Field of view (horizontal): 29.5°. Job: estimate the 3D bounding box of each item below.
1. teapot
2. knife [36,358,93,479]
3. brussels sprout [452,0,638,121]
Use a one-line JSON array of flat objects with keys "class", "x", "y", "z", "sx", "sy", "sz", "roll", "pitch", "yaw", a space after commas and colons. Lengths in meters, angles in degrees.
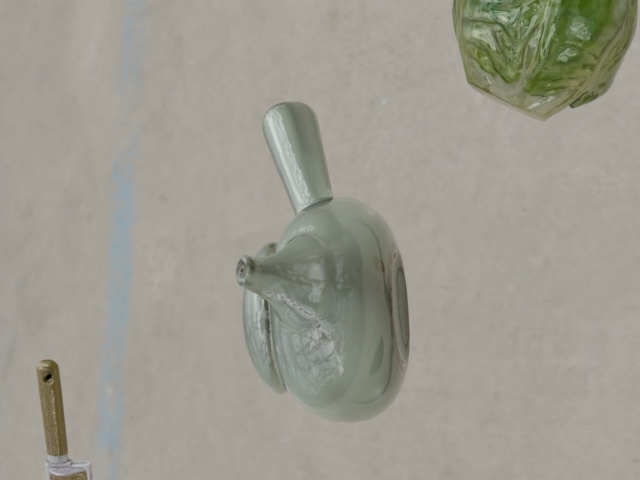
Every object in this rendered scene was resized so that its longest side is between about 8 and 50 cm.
[{"class": "teapot", "x": 0.006, "y": 0.026, "z": 1.163, "sx": 0.318, "sy": 0.149, "sz": 0.220, "roll": -81, "pitch": -16, "yaw": -55}, {"class": "knife", "x": -0.253, "y": 0.233, "z": 1.219, "sx": 0.022, "sy": 0.046, "sz": 0.256, "roll": -106, "pitch": 13, "yaw": -65}, {"class": "brussels sprout", "x": 0.166, "y": -0.172, "z": 0.929, "sx": 0.155, "sy": 0.117, "sz": 0.155, "roll": -3, "pitch": 85, "yaw": 32}]
